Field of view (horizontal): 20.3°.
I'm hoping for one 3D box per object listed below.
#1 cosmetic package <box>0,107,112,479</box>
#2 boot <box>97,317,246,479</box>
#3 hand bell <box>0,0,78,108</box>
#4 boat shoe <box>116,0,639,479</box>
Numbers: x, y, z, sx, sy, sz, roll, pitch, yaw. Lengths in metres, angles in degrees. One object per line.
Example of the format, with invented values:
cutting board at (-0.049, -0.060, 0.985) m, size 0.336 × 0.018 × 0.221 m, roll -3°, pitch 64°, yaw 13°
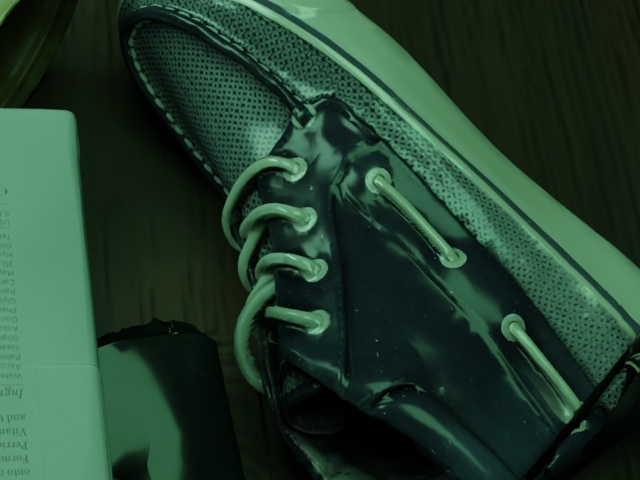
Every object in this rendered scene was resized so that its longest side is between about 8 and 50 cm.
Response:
cosmetic package at (-0.264, 0.095, 0.622) m, size 0.377 × 0.097 × 0.284 m, roll 0°, pitch 66°, yaw -21°
boot at (-0.035, 0.125, 0.751) m, size 0.246 × 0.094 × 0.207 m, roll -17°, pitch 64°, yaw 7°
hand bell at (-0.251, -0.149, 0.883) m, size 0.242 × 0.126 × 0.126 m, roll 32°, pitch 58°, yaw 3°
boat shoe at (0.000, 0.000, 0.844) m, size 0.340 × 0.127 × 0.158 m, roll 38°, pitch 52°, yaw 13°
